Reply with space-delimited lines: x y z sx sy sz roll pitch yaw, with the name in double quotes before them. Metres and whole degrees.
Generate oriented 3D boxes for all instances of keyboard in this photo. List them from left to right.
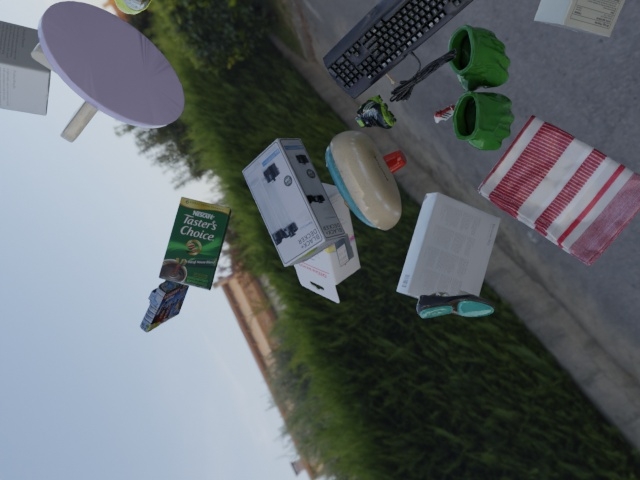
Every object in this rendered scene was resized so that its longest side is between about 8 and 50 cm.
"keyboard" 0.171 -0.391 0.990 0.202 0.317 0.033 34 -135 -26

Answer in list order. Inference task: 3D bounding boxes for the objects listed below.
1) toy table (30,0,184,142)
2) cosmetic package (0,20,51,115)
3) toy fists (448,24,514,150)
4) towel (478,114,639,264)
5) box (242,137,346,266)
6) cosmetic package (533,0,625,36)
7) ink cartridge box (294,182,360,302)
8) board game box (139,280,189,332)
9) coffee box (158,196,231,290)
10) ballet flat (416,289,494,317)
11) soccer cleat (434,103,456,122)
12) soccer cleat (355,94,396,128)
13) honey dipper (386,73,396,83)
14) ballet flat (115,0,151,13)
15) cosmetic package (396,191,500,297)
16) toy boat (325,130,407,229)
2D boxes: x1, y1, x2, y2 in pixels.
"toy table" -0.420 -0.318 0.958 0.161 0.252 0.274 -6 137 48
"cosmetic package" -0.761 -0.423 1.189 0.151 0.184 0.151 -47 48 46
"toy fists" 0.362 -0.339 1.100 0.096 0.142 0.278 -12 80 58
"towel" 0.587 -0.125 1.189 0.329 0.237 0.037 38 -165 17
"box" -0.072 -0.098 1.263 0.087 0.169 0.289 -14 -104 -50
"cosmetic package" 0.647 -0.654 1.135 0.113 0.160 0.309 -121 40 -56
"ink cartridge box" 0.000 0.000 1.518 0.207 0.119 0.353 21 133 44
"board game box" -0.473 0.165 1.521 0.060 0.194 0.194 29 -167 7
"coffee box" -0.268 0.006 1.050 0.040 0.113 0.184 119 165 -79
"ballet flat" 0.357 0.165 1.307 0.074 0.203 0.074 -4 -90 -87
"soccer cleat" 0.357 -0.356 1.370 0.035 0.083 0.029 75 169 -48
"soccer cleat" 0.115 -0.264 1.044 0.060 0.072 0.179 52 -166 -22
"honey dipper" 0.233 -0.655 1.858 0.161 0.030 0.030 38 -169 -27
"ballet flat" -0.388 -0.564 1.070 0.077 0.231 0.077 18 -125 -42
"cosmetic package" 0.465 0.050 1.764 0.285 0.376 0.097 20 174 -16
"toy boat" 0.120 -0.158 1.264 0.267 0.148 0.318 61 -150 -7
